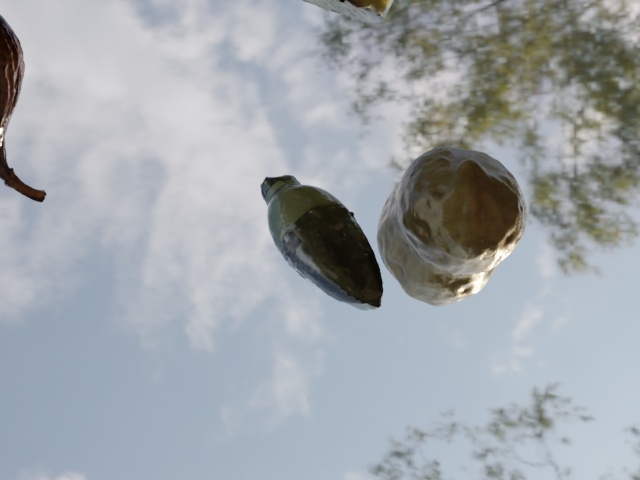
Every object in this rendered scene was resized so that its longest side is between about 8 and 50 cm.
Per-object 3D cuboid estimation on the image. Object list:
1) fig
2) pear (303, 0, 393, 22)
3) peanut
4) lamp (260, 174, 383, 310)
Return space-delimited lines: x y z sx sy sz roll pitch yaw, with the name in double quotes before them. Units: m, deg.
"fig" -0.333 -0.112 1.159 0.146 0.134 0.201 -18 -76 7
"pear" -0.063 -0.382 1.288 0.340 0.386 0.191 22 -82 -58
"peanut" 0.161 -0.017 1.580 0.169 0.387 0.192 19 -100 2
"lamp" 0.000 0.000 1.496 0.101 0.250 0.101 -20 -44 -20
